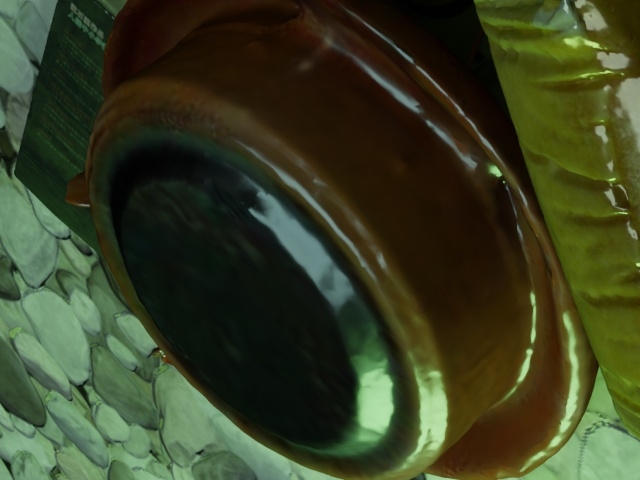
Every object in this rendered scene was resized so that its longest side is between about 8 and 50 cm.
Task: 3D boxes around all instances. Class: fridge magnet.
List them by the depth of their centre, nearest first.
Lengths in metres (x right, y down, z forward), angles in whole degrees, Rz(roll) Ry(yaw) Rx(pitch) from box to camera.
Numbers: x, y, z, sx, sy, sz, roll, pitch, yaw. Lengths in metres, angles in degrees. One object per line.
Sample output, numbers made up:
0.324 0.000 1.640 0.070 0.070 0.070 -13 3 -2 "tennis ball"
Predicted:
0.000 0.000 0.998 0.363 0.155 0.364 32 145 27 "fridge magnet"

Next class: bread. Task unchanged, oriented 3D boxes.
0.168 -0.036 0.795 0.119 0.152 0.288 5 121 52 "bread"

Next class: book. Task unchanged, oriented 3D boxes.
-0.140 -0.068 1.211 0.160 0.024 0.228 43 142 13 "book"

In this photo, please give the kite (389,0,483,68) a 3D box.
0.003 -0.201 0.962 0.377 0.013 0.328 -11 111 50 "kite"
